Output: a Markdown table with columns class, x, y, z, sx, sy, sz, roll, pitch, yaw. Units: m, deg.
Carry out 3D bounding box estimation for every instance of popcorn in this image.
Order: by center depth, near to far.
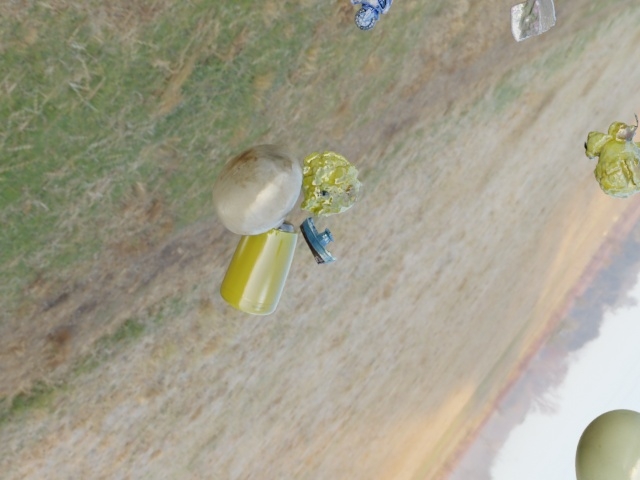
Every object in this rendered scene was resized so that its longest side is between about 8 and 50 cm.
| class | x | y | z | sx | sy | sz | roll | pitch | yaw |
| --- | --- | --- | --- | --- | --- | --- | --- | --- | --- |
| popcorn | 0.016 | -0.134 | 1.721 | 0.173 | 0.173 | 0.142 | -44 | -159 | -28 |
| popcorn | 0.812 | -0.215 | 1.881 | 0.168 | 0.195 | 0.173 | -3 | 162 | -23 |

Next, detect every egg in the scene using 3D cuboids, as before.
| class | x | y | z | sx | sy | sz | roll | pitch | yaw |
| --- | --- | --- | --- | --- | --- | --- | --- | --- | --- |
| egg | 0.593 | 0.456 | 1.357 | 0.188 | 0.188 | 0.254 | 42 | 51 | -73 |

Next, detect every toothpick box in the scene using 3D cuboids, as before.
| class | x | y | z | sx | sy | sz | roll | pitch | yaw |
| --- | --- | --- | --- | --- | --- | --- | --- | --- | --- |
| toothpick box | -0.169 | 0.061 | 2.011 | 0.175 | 0.175 | 0.271 | -10 | 124 | -67 |

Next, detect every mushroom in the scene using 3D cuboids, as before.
| class | x | y | z | sx | sy | sz | roll | pitch | yaw |
| --- | --- | --- | --- | --- | --- | --- | --- | --- | --- |
| mushroom | -0.134 | -0.109 | 1.574 | 0.226 | 0.226 | 0.178 | -53 | 132 | -1 |

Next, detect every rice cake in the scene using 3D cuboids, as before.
| class | x | y | z | sx | sy | sz | roll | pitch | yaw |
| --- | --- | --- | --- | --- | --- | --- | --- | --- | --- |
| rice cake | 0.403 | -0.423 | 1.319 | 0.365 | 0.056 | 0.073 | -45 | 122 | -60 |

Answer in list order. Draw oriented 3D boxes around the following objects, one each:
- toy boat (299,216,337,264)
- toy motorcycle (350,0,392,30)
| class | x | y | z | sx | sy | sz | roll | pitch | yaw |
| --- | --- | --- | --- | --- | --- | --- | --- | --- | --- |
| toy boat | 0.000 | 0.000 | 1.603 | 0.060 | 0.137 | 0.060 | -29 | 141 | 5 |
| toy motorcycle | 0.119 | -0.627 | 1.723 | 0.076 | 0.114 | 0.205 | -63 | 141 | -63 |
